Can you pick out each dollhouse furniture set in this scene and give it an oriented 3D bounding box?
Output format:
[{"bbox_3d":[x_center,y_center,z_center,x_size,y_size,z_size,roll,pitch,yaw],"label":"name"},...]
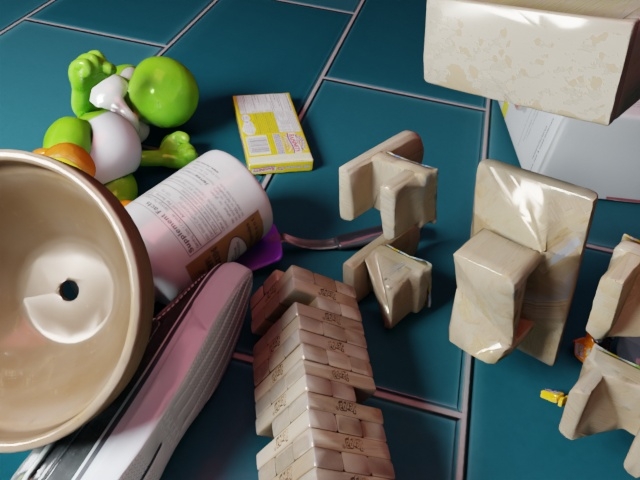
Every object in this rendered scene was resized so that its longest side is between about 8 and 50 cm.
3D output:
[{"bbox_3d":[0.234,-0.058,0.569,0.362,0.394,0.256,27,47,37],"label":"dollhouse furniture set"}]

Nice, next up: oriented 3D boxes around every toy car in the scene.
[{"bbox_3d":[0.293,0.138,0.647,0.122,0.060,0.040,-19,18,-32],"label":"toy car"}]

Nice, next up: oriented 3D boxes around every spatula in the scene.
[{"bbox_3d":[0.000,0.000,0.769,0.296,0.030,0.084,-7,44,-13],"label":"spatula"}]

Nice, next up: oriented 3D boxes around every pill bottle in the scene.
[{"bbox_3d":[-0.179,0.002,0.671,0.131,0.131,0.229,34,58,26],"label":"pill bottle"}]

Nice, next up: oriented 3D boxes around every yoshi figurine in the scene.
[{"bbox_3d":[-0.273,-0.167,0.812,0.202,0.204,0.362,14,40,-15],"label":"yoshi figurine"}]

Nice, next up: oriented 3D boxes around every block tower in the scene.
[{"bbox_3d":[-0.003,0.172,0.530,0.097,0.091,0.336,21,37,-29],"label":"block tower"}]

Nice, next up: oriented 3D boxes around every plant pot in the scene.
[{"bbox_3d":[-0.246,0.048,0.487,0.237,0.238,0.110,12,0,6],"label":"plant pot"}]

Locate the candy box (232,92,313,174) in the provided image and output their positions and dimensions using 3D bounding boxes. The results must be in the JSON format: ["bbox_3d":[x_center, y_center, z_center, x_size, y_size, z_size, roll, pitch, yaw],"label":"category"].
[{"bbox_3d":[-0.085,-0.187,0.952,0.105,0.027,0.206,-4,46,-14],"label":"candy box"}]

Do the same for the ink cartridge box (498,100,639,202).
[{"bbox_3d":[0.482,-0.249,0.981,0.279,0.161,0.385,5,44,-2],"label":"ink cartridge box"}]

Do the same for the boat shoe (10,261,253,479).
[{"bbox_3d":[-0.178,0.135,0.548,0.119,0.121,0.335,18,46,12],"label":"boat shoe"}]

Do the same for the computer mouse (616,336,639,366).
[{"bbox_3d":[0.407,0.191,0.597,0.071,0.041,0.242,-7,52,-25],"label":"computer mouse"}]
